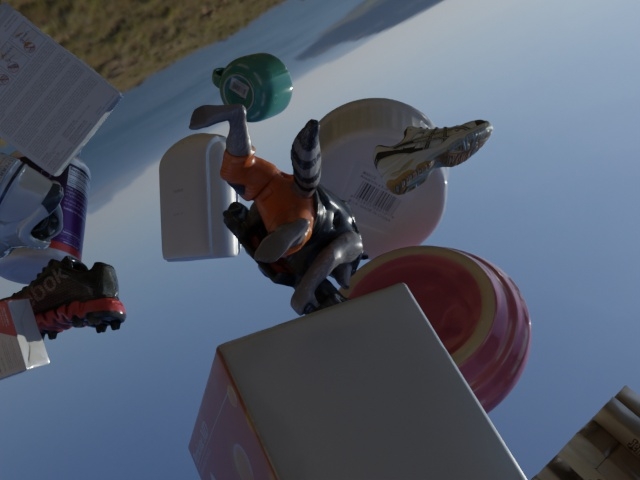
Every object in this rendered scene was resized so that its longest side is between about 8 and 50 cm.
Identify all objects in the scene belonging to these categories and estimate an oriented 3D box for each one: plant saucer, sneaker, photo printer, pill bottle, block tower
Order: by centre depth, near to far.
[{"bbox_3d":[0.072,-0.064,0.428,0.083,0.037,0.032,-27,154,-14],"label":"sneaker"},{"bbox_3d":[0.217,0.292,0.641,0.091,0.097,0.336,-14,138,-45],"label":"block tower"},{"bbox_3d":[-0.376,-0.019,0.821,0.258,0.091,0.094,-30,-148,61],"label":"sneaker"},{"bbox_3d":[0.143,0.126,0.992,0.332,0.084,0.332,-13,-136,13],"label":"plant saucer"},{"bbox_3d":[-0.466,0.100,1.142,0.275,0.135,0.097,-10,162,13],"label":"sneaker"},{"bbox_3d":[-0.602,-0.076,1.430,0.181,0.323,0.181,-2,158,-1],"label":"pill bottle"},{"bbox_3d":[-0.300,-0.105,1.610,0.107,0.308,0.256,0,177,-41],"label":"photo printer"}]

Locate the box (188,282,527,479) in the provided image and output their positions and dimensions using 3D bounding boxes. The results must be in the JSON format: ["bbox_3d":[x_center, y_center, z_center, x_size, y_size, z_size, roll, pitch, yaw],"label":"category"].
[{"bbox_3d":[0.048,0.245,0.492,0.168,0.345,0.215,-15,150,-27],"label":"box"}]

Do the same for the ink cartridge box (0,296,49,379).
[{"bbox_3d":[-0.549,0.176,1.044,0.198,0.115,0.067,-19,177,8],"label":"ink cartridge box"}]

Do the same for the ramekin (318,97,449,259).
[{"bbox_3d":[0.095,-0.100,1.166,0.277,0.277,0.135,-26,-157,17],"label":"ramekin"}]

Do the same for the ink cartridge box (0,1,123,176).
[{"bbox_3d":[-0.490,-0.255,1.127,0.189,0.232,0.066,-51,-168,-1],"label":"ink cartridge box"}]

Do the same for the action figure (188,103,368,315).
[{"bbox_3d":[0.000,0.000,0.823,0.178,0.341,0.330,-44,157,2],"label":"action figure"}]

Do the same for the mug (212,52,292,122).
[{"bbox_3d":[-0.145,-0.296,1.303,0.157,0.130,0.097,-11,-165,34],"label":"mug"}]
